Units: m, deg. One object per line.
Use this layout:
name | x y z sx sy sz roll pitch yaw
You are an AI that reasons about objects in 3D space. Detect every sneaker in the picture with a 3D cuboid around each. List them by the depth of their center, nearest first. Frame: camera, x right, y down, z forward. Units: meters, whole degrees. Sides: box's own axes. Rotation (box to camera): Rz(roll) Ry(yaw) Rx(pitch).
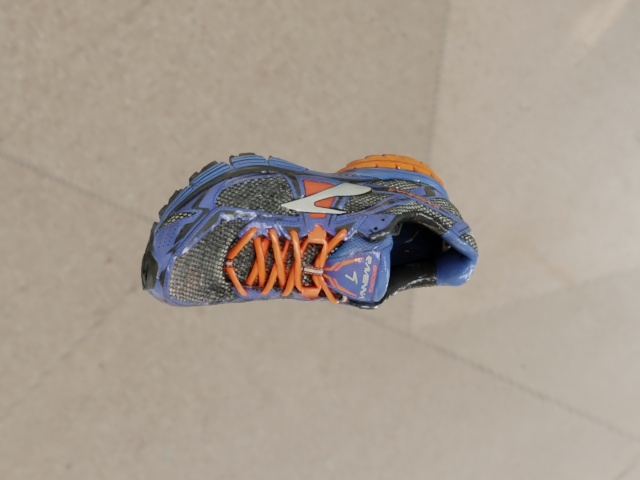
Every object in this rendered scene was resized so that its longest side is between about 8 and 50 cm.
sneaker | 0.000 0.000 0.962 0.221 0.087 0.083 -11 125 -33
